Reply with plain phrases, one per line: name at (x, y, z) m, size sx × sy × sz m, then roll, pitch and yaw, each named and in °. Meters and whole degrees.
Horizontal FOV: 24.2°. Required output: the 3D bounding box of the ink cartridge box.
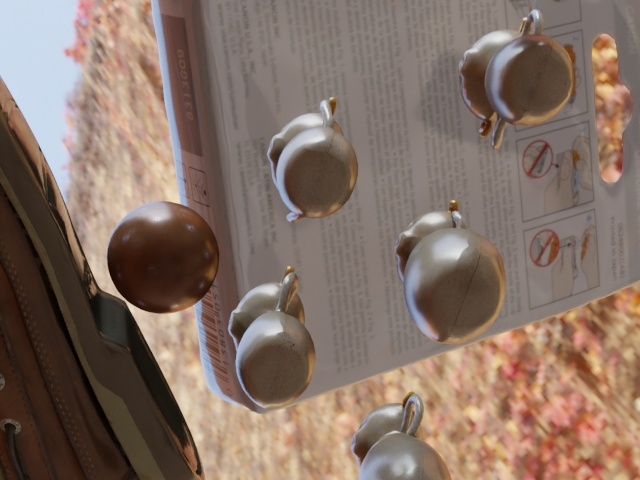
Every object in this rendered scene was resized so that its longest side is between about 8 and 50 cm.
ink cartridge box at (0.077, -0.073, 1.117) m, size 0.385 × 0.091 × 0.308 m, roll -16°, pitch -71°, yaw -28°

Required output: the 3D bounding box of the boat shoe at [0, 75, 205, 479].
boat shoe at (-0.167, 0.014, 0.723) m, size 0.104 × 0.111 × 0.307 m, roll -25°, pitch -80°, yaw -1°

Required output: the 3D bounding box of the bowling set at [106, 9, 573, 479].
bowling set at (0.000, 0.000, 0.761) m, size 0.199 × 0.154 × 0.287 m, roll 17°, pitch -83°, yaw -5°
